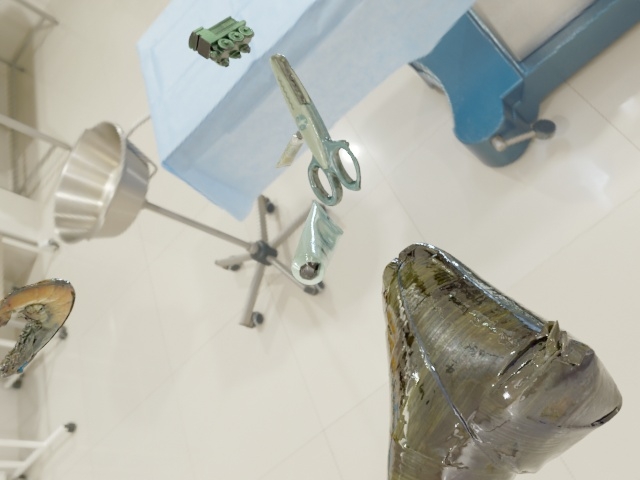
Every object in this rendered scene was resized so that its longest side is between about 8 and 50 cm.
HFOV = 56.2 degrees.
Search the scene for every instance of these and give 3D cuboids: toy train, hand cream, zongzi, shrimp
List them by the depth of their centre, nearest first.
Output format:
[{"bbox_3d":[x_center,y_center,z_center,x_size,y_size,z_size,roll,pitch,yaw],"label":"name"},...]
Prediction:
[{"bbox_3d":[0.136,0.236,0.887,0.432,0.208,0.403,-48,36,2],"label":"zongzi"},{"bbox_3d":[0.000,0.000,1.324,0.067,0.109,0.321,-37,12,23],"label":"hand cream"},{"bbox_3d":[-0.688,0.205,1.370,0.054,0.222,0.290,38,98,19],"label":"shrimp"},{"bbox_3d":[-0.240,-0.505,1.503,0.170,0.111,0.071,-50,-6,-41],"label":"toy train"},{"bbox_3d":[-0.095,-0.293,1.979,0.042,0.067,0.194,61,149,16],"label":"hand cream"}]

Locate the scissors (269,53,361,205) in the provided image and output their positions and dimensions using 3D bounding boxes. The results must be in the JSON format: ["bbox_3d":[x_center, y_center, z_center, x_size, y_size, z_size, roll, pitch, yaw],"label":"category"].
[{"bbox_3d":[-0.017,-0.202,1.059,0.138,0.041,0.289,-32,82,55],"label":"scissors"}]
